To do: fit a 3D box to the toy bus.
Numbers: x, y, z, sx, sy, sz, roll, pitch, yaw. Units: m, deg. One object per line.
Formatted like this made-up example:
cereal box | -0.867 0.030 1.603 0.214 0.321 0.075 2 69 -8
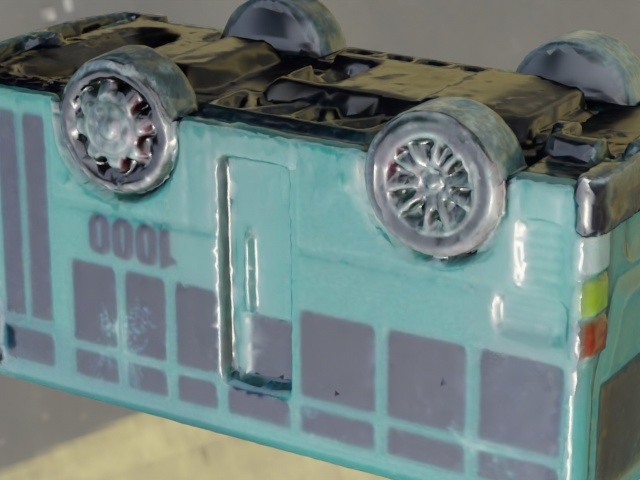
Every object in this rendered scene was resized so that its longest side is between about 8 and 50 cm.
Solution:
toy bus | 0.000 0.000 0.422 0.160 0.079 0.092 12 112 29
